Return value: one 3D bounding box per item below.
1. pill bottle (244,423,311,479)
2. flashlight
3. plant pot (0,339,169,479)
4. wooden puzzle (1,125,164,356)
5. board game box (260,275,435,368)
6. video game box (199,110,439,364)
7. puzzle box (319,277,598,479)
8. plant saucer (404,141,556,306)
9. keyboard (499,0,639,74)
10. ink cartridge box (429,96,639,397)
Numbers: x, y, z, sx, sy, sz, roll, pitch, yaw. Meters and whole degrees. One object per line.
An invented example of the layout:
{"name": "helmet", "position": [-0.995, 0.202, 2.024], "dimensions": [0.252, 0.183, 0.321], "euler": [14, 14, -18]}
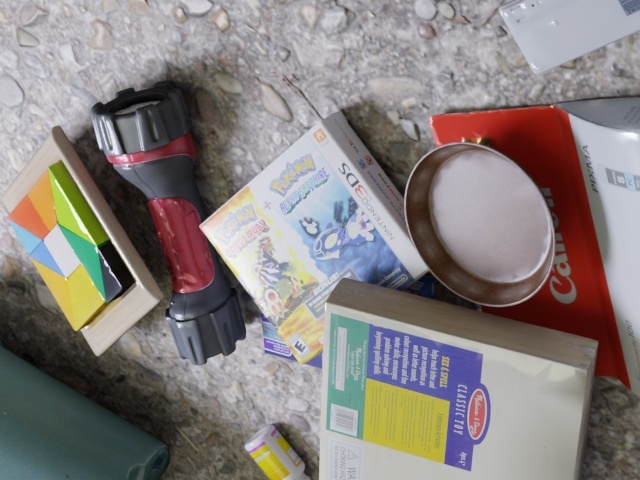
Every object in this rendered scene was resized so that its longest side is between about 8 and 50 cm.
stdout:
{"name": "pill bottle", "position": [-0.047, 0.257, 2.008], "dimensions": [0.083, 0.043, 0.043], "euler": [52, 133, -5]}
{"name": "flashlight", "position": [-0.158, -0.013, 1.859], "dimensions": [0.103, 0.103, 0.304], "euler": [30, 138, 63]}
{"name": "plant pot", "position": [-0.383, 0.290, 2.085], "dimensions": [0.334, 0.341, 0.341], "euler": [24, 130, 9]}
{"name": "wooden puzzle", "position": [-0.277, 0.009, 1.932], "dimensions": [0.221, 0.044, 0.239], "euler": [58, 150, 5]}
{"name": "board game box", "position": [0.028, 0.082, 1.850], "dimensions": [0.201, 0.035, 0.136], "euler": [14, 125, 26]}
{"name": "video game box", "position": [0.000, 0.000, 1.773], "dimensions": [0.205, 0.048, 0.187], "euler": [-40, 83, 34]}
{"name": "puzzle box", "position": [0.133, 0.243, 1.780], "dimensions": [0.272, 0.052, 0.408], "euler": [15, 127, 18]}
{"name": "plant saucer", "position": [0.156, -0.018, 1.643], "dimensions": [0.168, 0.029, 0.168], "euler": [18, 122, 32]}
{"name": "keyboard", "position": [0.271, -0.218, 1.510], "dimensions": [0.256, 0.014, 0.072], "euler": [-21, 110, 41]}
{"name": "ink cartridge box", "position": [0.287, 0.023, 1.601], "dimensions": [0.385, 0.091, 0.308], "euler": [-1, 118, 33]}
